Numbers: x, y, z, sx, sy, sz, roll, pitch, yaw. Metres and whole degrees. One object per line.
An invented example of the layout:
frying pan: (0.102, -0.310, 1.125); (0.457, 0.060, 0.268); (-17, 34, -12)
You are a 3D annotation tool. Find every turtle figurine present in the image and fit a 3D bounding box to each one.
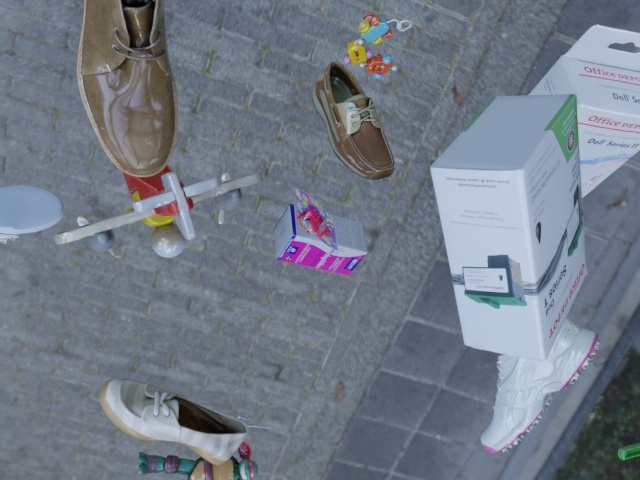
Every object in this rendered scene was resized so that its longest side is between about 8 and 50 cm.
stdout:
turtle figurine: (-0.194, 0.411, 1.134); (0.234, 0.175, 0.118); (-7, 145, -13)

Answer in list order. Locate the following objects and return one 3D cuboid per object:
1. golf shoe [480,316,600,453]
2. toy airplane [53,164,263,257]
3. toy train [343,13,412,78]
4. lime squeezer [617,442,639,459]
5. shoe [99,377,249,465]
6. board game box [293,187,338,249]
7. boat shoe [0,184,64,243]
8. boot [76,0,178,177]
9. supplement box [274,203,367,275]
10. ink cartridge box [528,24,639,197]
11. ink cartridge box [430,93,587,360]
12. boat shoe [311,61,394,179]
golf shoe: (0.371, 0.255, 1.187); (0.140, 0.115, 0.306); (38, 112, 18)
toy airplane: (-0.363, -0.074, 1.522); (0.385, 0.384, 0.273); (2, 119, 15)
toy train: (0.112, -0.397, 1.299); (0.125, 0.046, 0.166); (-4, 154, -19)
lime squeezer: (0.558, 0.288, 0.888); (0.310, 0.110, 0.059); (3, 115, 9)
shoe: (-0.181, 0.223, 0.829); (0.058, 0.077, 0.219); (-37, 129, 18)
board game box: (-0.021, -0.037, 1.391); (0.033, 0.133, 0.169); (-40, 156, -17)
boat shoe: (-0.869, -0.046, 1.735); (0.366, 0.136, 0.156); (-12, 166, -12)
boot: (-0.213, -0.214, 0.719); (0.112, 0.115, 0.306); (-8, 109, -21)
supplement box: (0.000, 0.000, 1.720); (0.219, 0.114, 0.111); (12, 137, -23)
ink cartridge box: (0.481, -0.213, 1.188); (0.207, 0.119, 0.353); (4, 150, -17)
ink cartridge box: (0.200, -0.014, 0.655); (0.092, 0.160, 0.220); (7, 128, 37)
boat shoe: (0.074, -0.288, 1.520); (0.122, 0.324, 0.120); (-18, 152, -24)
